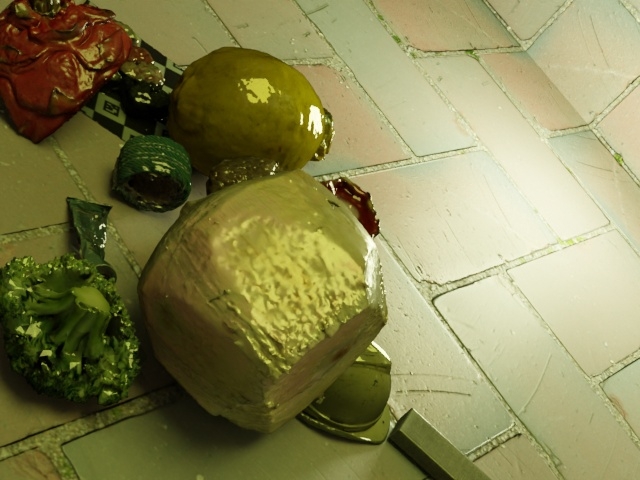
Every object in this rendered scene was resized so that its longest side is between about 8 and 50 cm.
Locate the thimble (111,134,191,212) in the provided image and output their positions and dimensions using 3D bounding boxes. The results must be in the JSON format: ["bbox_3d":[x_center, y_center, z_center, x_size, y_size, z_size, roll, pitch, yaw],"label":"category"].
[{"bbox_3d":[-0.297,-0.119,2.007,0.135,0.118,0.090,23,38,-26],"label":"thimble"}]

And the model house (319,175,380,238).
[{"bbox_3d":[0.000,0.000,2.110,0.160,0.196,0.254,33,35,-11],"label":"model house"}]

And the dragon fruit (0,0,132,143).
[{"bbox_3d":[-0.455,-0.352,1.982,0.205,0.152,0.317,48,44,-26],"label":"dragon fruit"}]

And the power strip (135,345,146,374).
[{"bbox_3d":[-0.357,0.126,1.762,0.227,0.029,0.080,52,36,13],"label":"power strip"}]

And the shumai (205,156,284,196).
[{"bbox_3d":[-0.133,-0.041,2.026,0.166,0.175,0.205,16,46,0],"label":"shumai"}]

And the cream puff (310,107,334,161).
[{"bbox_3d":[-0.041,-0.236,2.409,0.146,0.116,0.146,11,20,-4],"label":"cream puff"}]

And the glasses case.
[{"bbox_3d":[0.217,0.398,2.024,0.205,0.047,0.071,42,39,-1],"label":"glasses case"}]

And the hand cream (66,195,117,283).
[{"bbox_3d":[-0.367,0.000,1.839,0.075,0.052,0.248,41,17,-34],"label":"hand cream"}]

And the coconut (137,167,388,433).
[{"bbox_3d":[-0.101,0.070,1.760,0.405,0.404,0.404,26,37,-22],"label":"coconut"}]

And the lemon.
[{"bbox_3d":[-0.134,-0.237,2.167,0.316,0.285,0.285,5,45,-12],"label":"lemon"}]

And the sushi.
[{"bbox_3d":[-0.378,-0.341,2.212,0.320,0.069,0.339,36,35,-10],"label":"sushi"}]

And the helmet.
[{"bbox_3d":[0.057,0.232,1.964,0.258,0.137,0.204,23,39,-27],"label":"helmet"}]

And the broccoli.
[{"bbox_3d":[-0.364,0.131,1.627,0.226,0.176,0.198,35,42,28],"label":"broccoli"}]
